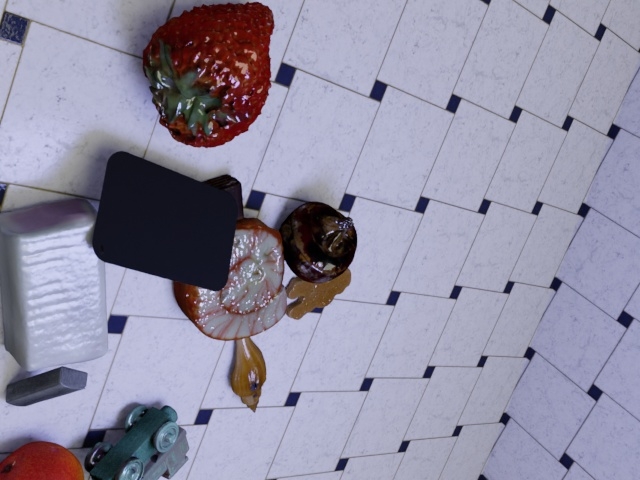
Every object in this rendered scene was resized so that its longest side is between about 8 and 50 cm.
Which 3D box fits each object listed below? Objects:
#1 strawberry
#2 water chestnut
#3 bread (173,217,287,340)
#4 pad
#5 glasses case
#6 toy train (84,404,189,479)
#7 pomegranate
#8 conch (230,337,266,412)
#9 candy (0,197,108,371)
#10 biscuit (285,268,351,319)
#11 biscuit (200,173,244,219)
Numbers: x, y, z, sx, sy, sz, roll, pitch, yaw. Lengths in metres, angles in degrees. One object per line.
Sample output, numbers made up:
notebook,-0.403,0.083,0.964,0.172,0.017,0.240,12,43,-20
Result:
strawberry,-0.221,-0.377,1.631,0.312,0.267,0.351,110,6,-51
water chestnut,0.000,0.000,2.039,0.224,0.238,0.223,15,62,-31
bread,-0.227,0.101,1.954,0.295,0.114,0.327,-16,121,-30
pad,-0.349,-0.065,1.716,0.375,0.063,0.314,23,71,-45
glasses case,-0.617,0.331,1.696,0.071,0.205,0.047,29,49,-47
toy train,-0.472,0.574,1.954,0.304,0.150,0.221,-45,143,-41
pomegranate,-0.659,0.599,1.793,0.221,0.221,0.256,-45,142,-13
conch,-0.204,0.355,2.144,0.109,0.093,0.330,-12,120,-17
candy,-0.570,0.100,1.630,0.208,0.145,0.358,-13,120,-37
biscuit,-0.006,0.143,2.246,0.236,0.040,0.144,-24,134,-32
biscuit,-0.304,-0.072,1.828,0.252,0.070,0.106,-23,126,-32
